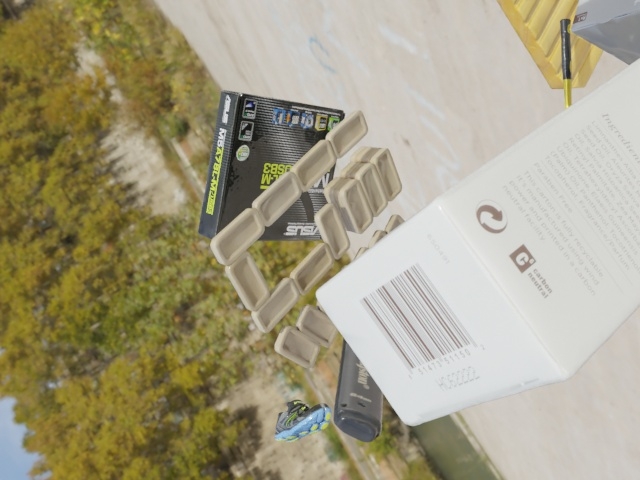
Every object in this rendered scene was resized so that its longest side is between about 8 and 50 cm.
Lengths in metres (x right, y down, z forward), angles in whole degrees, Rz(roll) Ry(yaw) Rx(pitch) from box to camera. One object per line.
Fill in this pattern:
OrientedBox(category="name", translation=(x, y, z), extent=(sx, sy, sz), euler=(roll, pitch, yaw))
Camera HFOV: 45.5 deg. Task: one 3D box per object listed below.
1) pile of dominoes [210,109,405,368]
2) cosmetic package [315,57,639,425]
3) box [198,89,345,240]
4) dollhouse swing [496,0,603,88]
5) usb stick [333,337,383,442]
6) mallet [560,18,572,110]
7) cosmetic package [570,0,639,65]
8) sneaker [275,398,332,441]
OrientedBox(category="pile of dominoes", translation=(0.000, 0.000, 0.806), extent=(0.040, 0.251, 0.196), euler=(10, 134, 44))
OrientedBox(category="cosmetic package", translation=(0.239, -0.030, 0.736), extent=(0.162, 0.453, 0.230), euler=(54, 149, 4))
OrientedBox(category="box", translation=(-0.060, -0.091, 0.993), extent=(0.045, 0.190, 0.184), euler=(18, 102, 43))
OrientedBox(category="dollhouse swing", translation=(0.464, -0.433, 1.111), extent=(0.315, 0.305, 0.347), euler=(-6, 142, 41))
OrientedBox(category="usb stick", translation=(0.064, 0.210, 1.195), extent=(0.077, 0.045, 0.278), euler=(27, -157, -6))
OrientedBox(category="mallet", translation=(0.359, -0.230, 1.125), extent=(0.039, 0.062, 0.190), euler=(-1, 99, 46))
OrientedBox(category="cosmetic package", translation=(0.459, -0.278, 0.989), extent=(0.237, 0.107, 0.127), euler=(23, 172, -26))
OrientedBox(category="sneaker", translation=(-0.042, 0.355, 1.536), extent=(0.188, 0.067, 0.078), euler=(-38, 51, 52))
